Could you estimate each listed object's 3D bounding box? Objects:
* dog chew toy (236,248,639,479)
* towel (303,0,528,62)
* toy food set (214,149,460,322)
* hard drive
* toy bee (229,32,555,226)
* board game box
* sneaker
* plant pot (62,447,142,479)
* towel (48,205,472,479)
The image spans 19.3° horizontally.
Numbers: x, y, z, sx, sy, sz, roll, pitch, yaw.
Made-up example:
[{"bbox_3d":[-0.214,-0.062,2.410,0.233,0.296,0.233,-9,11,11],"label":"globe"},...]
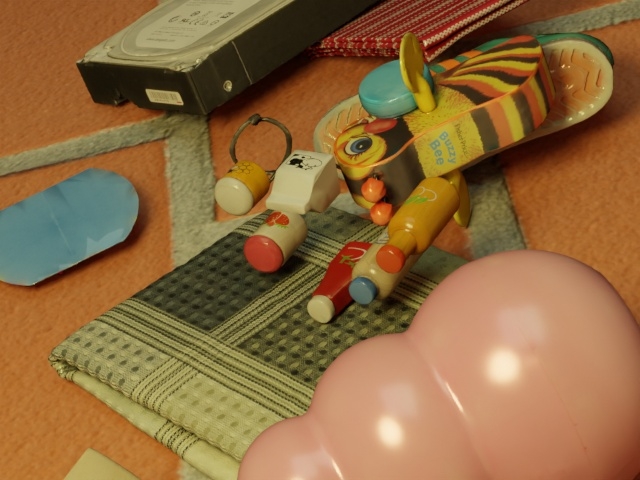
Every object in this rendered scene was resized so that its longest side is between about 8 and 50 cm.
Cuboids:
[{"bbox_3d":[0.086,0.146,1.405,0.331,0.207,0.206,-28,36,-5],"label":"dog chew toy"},{"bbox_3d":[0.115,-0.242,2.003,0.199,0.031,0.275,-31,19,-22],"label":"towel"},{"bbox_3d":[0.000,0.000,1.629,0.232,0.111,0.104,10,38,28],"label":"toy food set"},{"bbox_3d":[-0.078,-0.252,2.089,0.339,0.064,0.237,-35,26,-27],"label":"hard drive"},{"bbox_3d":[0.082,-0.077,1.724,0.298,0.195,0.162,-37,32,17],"label":"toy bee"},{"bbox_3d":[-0.256,-0.003,1.880,0.168,0.033,0.133,-27,41,-8],"label":"board game box"},{"bbox_3d":[0.144,-0.131,1.860,0.302,0.108,0.121,-15,12,13],"label":"sneaker"},{"bbox_3d":[-0.158,0.244,1.439,0.096,0.109,0.109,17,45,21],"label":"plant pot"},{"bbox_3d":[-0.030,0.086,1.665,0.312,0.056,0.324,-34,36,-30],"label":"towel"}]
